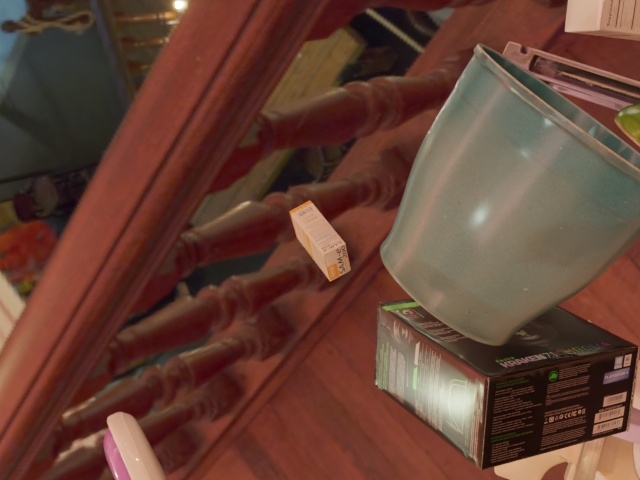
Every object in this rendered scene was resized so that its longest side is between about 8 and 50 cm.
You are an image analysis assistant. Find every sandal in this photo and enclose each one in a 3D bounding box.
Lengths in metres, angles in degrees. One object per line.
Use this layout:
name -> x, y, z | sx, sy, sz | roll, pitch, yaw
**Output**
sandal -> -0.155, 0.351, 0.915 | 0.169, 0.102, 0.416 | 40, 146, 55

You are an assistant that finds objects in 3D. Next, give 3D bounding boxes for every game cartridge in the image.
game cartridge -> 0.492, -0.244, 1.617 | 0.355, 0.230, 0.068 | 23, 99, 22

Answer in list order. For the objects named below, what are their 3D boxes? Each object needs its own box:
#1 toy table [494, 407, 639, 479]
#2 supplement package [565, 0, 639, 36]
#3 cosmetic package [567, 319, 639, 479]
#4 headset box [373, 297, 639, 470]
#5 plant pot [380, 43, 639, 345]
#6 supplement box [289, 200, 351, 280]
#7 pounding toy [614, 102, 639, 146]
toy table -> 0.408, 0.324, 1.502 | 0.274, 0.252, 0.160 | 19, 95, 24
supplement package -> 0.554, -0.425, 1.780 | 0.105, 0.179, 0.105 | -154, 67, -65
cosmetic package -> 0.612, 0.380, 2.009 | 0.377, 0.097, 0.284 | 40, 140, 8
headset box -> 0.238, 0.168, 1.331 | 0.283, 0.246, 0.131 | 32, 124, 58
plant pot -> 0.208, -0.034, 1.079 | 0.272, 0.272, 0.255 | 43, 110, 20
supplement box -> 0.000, 0.000, 1.352 | 0.098, 0.036, 0.062 | 52, 165, 37
pounding toy -> 0.515, -0.139, 1.304 | 0.110, 0.183, 0.237 | -55, 37, 22
